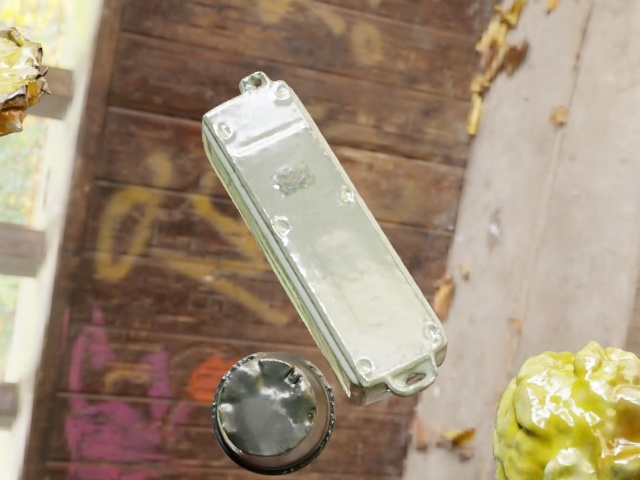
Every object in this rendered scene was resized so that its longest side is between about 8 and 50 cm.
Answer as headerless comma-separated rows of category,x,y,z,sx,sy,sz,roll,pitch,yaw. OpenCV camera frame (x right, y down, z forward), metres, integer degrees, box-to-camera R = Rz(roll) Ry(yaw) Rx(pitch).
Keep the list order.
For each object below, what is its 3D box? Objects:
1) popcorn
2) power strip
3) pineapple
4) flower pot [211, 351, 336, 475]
popcorn,0.142,0.110,0.613,0.116,0.121,0.106,-28,11,34
power strip,0.001,0.000,0.887,0.272,0.078,0.052,58,166,21
pineapple,-0.360,-0.145,1.196,0.221,0.221,0.047,-117,15,-49
flower pot,-0.060,0.207,1.515,0.107,0.157,0.157,84,-171,-79
